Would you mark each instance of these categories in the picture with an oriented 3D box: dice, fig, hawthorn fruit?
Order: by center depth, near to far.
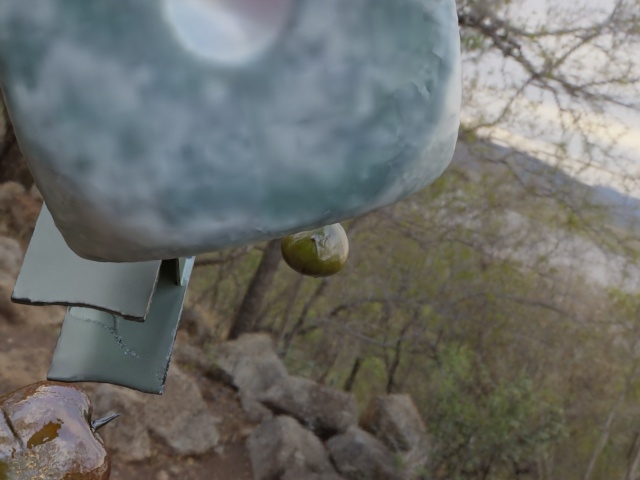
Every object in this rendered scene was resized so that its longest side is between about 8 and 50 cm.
[{"bbox_3d":[-0.085,-0.178,0.761,0.331,0.327,0.348,-13,11,-7],"label":"dice"},{"bbox_3d":[0.000,0.000,1.138,0.084,0.098,0.082,31,17,15],"label":"fig"},{"bbox_3d":[-0.487,0.371,1.544,0.301,0.267,0.268,-32,34,-25],"label":"hawthorn fruit"}]

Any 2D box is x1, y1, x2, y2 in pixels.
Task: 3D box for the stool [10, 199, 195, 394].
[{"bbox_3d":[-0.273,0.032,1.194,0.170,0.269,0.243,8,-31,0],"label":"stool"}]
